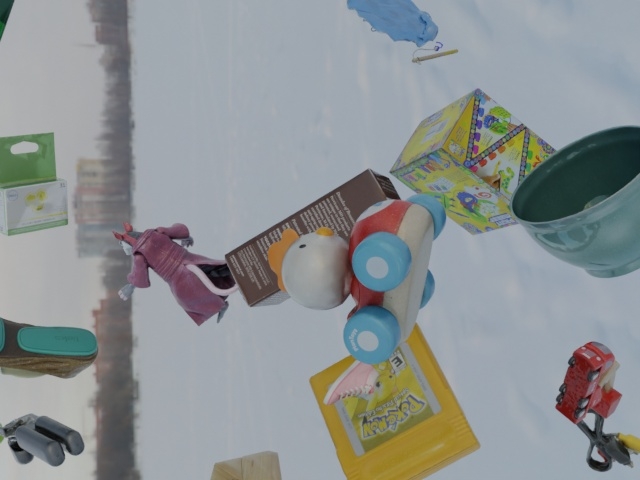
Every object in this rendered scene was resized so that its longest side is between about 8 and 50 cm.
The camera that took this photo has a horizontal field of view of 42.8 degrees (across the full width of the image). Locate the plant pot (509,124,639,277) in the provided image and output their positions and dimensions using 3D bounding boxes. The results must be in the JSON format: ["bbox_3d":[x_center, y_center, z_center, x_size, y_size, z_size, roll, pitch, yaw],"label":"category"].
[{"bbox_3d":[0.539,-0.053,1.552,0.196,0.293,0.293,53,178,-19],"label":"plant pot"}]

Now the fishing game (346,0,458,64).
[{"bbox_3d":[0.124,-0.405,1.472,0.264,0.189,0.041,44,131,16],"label":"fishing game"}]

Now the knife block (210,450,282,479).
[{"bbox_3d":[-0.123,0.579,1.824,0.242,0.276,0.088,22,100,36],"label":"knife block"}]

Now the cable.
[{"bbox_3d":[0.640,0.446,1.875,0.140,0.287,0.072,-28,32,33],"label":"cable"}]

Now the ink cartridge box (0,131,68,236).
[{"bbox_3d":[-0.716,-0.141,2.020,0.056,0.171,0.235,19,113,39],"label":"ink cartridge box"}]

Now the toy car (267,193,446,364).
[{"bbox_3d":[0.030,0.029,1.153,0.219,0.238,0.210,-41,-39,-60],"label":"toy car"}]

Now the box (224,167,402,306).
[{"bbox_3d":[0.000,0.000,1.799,0.143,0.382,0.191,64,-166,10],"label":"box"}]

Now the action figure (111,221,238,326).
[{"bbox_3d":[-0.391,0.072,2.147,0.248,0.370,0.276,-59,7,-17],"label":"action figure"}]

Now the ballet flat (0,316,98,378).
[{"bbox_3d":[-0.587,0.199,1.503,0.124,0.343,0.116,-54,38,30],"label":"ballet flat"}]

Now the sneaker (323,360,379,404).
[{"bbox_3d":[0.070,0.306,1.699,0.070,0.134,0.051,38,149,18],"label":"sneaker"}]

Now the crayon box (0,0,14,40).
[{"bbox_3d":[-0.638,-0.253,1.133,0.106,0.313,0.362,49,121,33],"label":"crayon box"}]

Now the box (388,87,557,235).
[{"bbox_3d":[0.366,-0.173,1.932,0.177,0.279,0.290,-58,13,-16],"label":"box"}]

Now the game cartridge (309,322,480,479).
[{"bbox_3d":[0.149,0.368,1.760,0.052,0.285,0.323,52,-170,-49],"label":"game cartridge"}]

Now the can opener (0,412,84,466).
[{"bbox_3d":[-0.512,0.377,1.500,0.283,0.076,0.095,1,111,51],"label":"can opener"}]

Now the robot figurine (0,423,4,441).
[{"bbox_3d":[-0.816,0.457,1.986,0.115,0.067,0.101,44,140,11],"label":"robot figurine"}]

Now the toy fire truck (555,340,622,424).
[{"bbox_3d":[0.445,0.229,1.319,0.047,0.135,0.192,39,140,38],"label":"toy fire truck"}]
